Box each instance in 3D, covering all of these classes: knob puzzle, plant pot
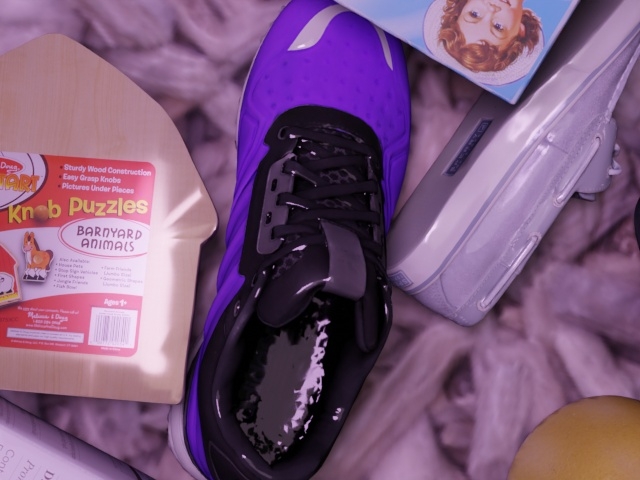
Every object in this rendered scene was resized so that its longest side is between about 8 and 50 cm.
[{"bbox_3d":[-0.149,-0.015,0.739,0.213,0.030,0.213,0,82,3],"label":"knob puzzle"},{"bbox_3d":[0.186,0.160,0.791,0.134,0.095,0.134,0,88,-14],"label":"plant pot"}]

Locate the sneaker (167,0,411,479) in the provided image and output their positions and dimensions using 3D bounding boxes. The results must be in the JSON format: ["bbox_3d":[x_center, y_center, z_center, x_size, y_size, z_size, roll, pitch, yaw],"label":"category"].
[{"bbox_3d":[0.001,0.001,0.723,0.102,0.146,0.293,13,86,-13],"label":"sneaker"}]

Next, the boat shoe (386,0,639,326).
[{"bbox_3d":[0.128,-0.049,0.797,0.081,0.079,0.227,40,85,-19],"label":"boat shoe"}]

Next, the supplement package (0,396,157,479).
[{"bbox_3d":[-0.100,0.196,0.702,0.244,0.134,0.139,30,83,-11],"label":"supplement package"}]

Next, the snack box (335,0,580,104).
[{"bbox_3d":[0.010,-0.231,0.697,0.322,0.060,0.187,30,104,2],"label":"snack box"}]

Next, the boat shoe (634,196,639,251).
[{"bbox_3d":[0.282,0.100,0.807,0.127,0.113,0.340,-34,92,-15],"label":"boat shoe"}]
